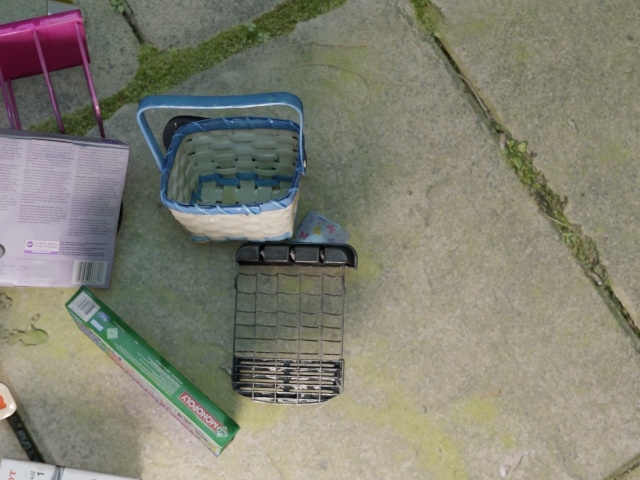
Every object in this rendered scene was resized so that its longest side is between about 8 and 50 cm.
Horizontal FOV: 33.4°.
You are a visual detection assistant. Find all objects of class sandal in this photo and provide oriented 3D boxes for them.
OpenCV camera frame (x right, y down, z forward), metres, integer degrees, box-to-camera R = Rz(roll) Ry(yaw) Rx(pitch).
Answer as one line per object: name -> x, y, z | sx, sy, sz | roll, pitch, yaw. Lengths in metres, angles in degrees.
sandal -> -0.144, -0.175, 1.857 | 0.254, 0.054, 0.097 | 13, 116, 0

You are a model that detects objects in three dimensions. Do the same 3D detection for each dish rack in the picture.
dish rack -> -0.048, 0.135, 1.768 | 0.208, 0.074, 0.271 | 1, 85, 9

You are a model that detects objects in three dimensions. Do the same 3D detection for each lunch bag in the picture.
lunch bag -> 0.000, 0.000, 1.842 | 0.083, 0.053, 0.071 | 27, 73, 12

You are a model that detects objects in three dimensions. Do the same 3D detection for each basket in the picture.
basket -> -0.147, -0.128, 1.718 | 0.254, 0.289, 0.201 | 1, 57, 5

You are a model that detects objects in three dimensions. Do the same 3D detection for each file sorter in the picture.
file sorter -> -0.513, -0.233, 1.762 | 0.290, 0.202, 0.182 | -14, 81, -11

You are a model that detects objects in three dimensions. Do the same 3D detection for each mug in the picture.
mug -> -0.451, -0.401, 1.887 | 0.064, 0.062, 0.078 | -1, 82, -16

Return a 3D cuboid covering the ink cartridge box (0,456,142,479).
ink cartridge box -> -0.400, 0.432, 1.654 | 0.219, 0.092, 0.160 | 10, 74, -5

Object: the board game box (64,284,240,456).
board game box -> -0.260, 0.211, 1.669 | 0.317, 0.213, 0.046 | 41, 74, 5

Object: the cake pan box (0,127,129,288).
cake pan box -> -0.441, -0.049, 1.693 | 0.267, 0.070, 0.246 | 2, 109, -28

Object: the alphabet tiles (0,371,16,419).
alphabet tiles -> -0.627, 0.242, 1.662 | 0.278, 0.021, 0.284 | -24, 94, 5
